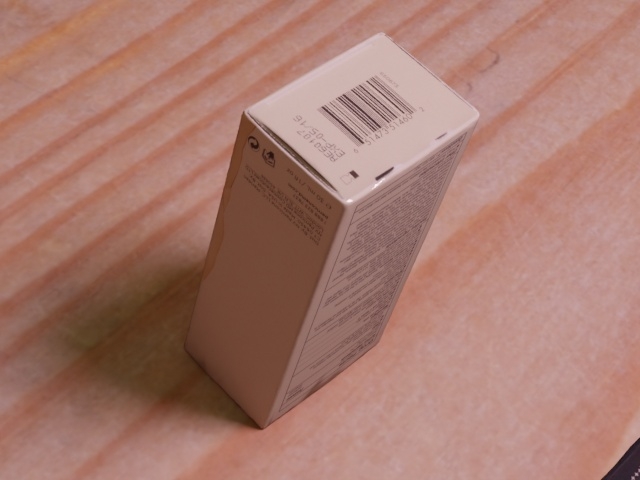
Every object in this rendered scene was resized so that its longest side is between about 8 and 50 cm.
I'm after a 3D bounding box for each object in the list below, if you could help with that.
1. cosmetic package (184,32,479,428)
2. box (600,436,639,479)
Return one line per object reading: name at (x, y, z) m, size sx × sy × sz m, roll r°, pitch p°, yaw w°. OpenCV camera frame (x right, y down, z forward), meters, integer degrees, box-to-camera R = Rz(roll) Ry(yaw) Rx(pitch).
cosmetic package at (0.000, 0.000, 1.091) m, size 0.113 × 0.309 × 0.160 m, roll 43°, pitch 53°, yaw 18°
box at (0.231, 0.340, 0.889) m, size 0.296 × 0.183 × 0.294 m, roll -47°, pitch 70°, yaw 0°
